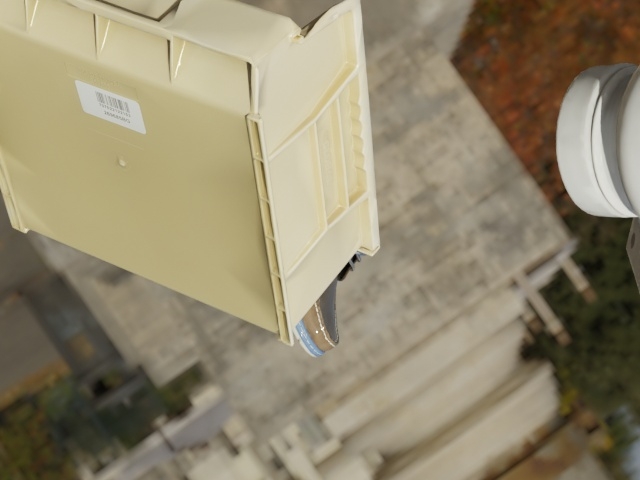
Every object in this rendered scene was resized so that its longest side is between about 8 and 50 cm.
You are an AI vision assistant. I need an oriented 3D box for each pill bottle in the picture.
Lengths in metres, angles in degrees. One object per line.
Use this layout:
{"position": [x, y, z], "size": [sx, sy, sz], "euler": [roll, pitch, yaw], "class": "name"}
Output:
{"position": [0.246, -0.057, 0.918], "size": [0.216, 0.121, 0.121], "euler": [3, -154, 43], "class": "pill bottle"}

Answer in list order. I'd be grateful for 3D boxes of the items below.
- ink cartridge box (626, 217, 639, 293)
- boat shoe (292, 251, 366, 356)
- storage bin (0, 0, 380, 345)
{"position": [0.374, 0.036, 1.437], "size": [0.208, 0.206, 0.045], "euler": [-85, -169, -60], "class": "ink cartridge box"}
{"position": [0.000, 0.000, 1.313], "size": [0.066, 0.183, 0.066], "euler": [-13, 166, 15], "class": "boat shoe"}
{"position": [-0.107, -0.089, 1.158], "size": [0.123, 0.262, 0.260], "euler": [-50, 150, -34], "class": "storage bin"}
